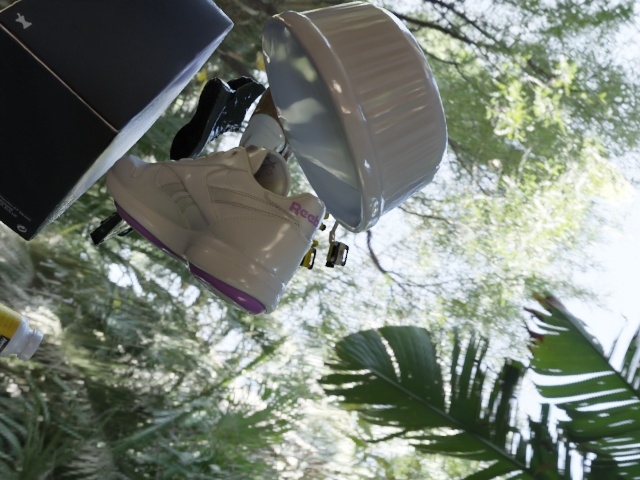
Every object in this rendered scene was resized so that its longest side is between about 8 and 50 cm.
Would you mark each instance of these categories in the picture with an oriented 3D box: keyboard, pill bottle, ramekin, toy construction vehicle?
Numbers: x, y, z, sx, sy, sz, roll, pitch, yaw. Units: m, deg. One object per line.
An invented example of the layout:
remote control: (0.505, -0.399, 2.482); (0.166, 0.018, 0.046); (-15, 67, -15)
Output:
keyboard: (-0.278, -0.076, 1.247); (0.201, 0.317, 0.033); (-34, -87, 42)
pill bottle: (-0.720, 0.195, 1.568); (0.103, 0.184, 0.103); (-42, -153, 28)
ramekin: (0.042, -0.154, 0.844); (0.127, 0.273, 0.273); (-24, -136, -12)
toy construction vehicle: (0.000, 0.000, 1.014); (0.035, 0.085, 0.098); (-3, -109, 49)

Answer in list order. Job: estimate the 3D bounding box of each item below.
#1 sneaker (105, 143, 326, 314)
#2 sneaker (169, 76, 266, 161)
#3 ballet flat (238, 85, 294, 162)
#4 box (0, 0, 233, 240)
sneaker: (-0.112, -0.039, 0.747); (0.305, 0.114, 0.152); (30, -99, 39)
sneaker: (-0.153, -0.176, 1.053); (0.051, 0.089, 0.170); (30, -87, 30)
ballet flat: (-0.125, -0.176, 1.397); (0.124, 0.116, 0.342); (-47, 178, -39)
box: (-0.310, -0.198, 0.924); (0.294, 0.182, 0.296); (-35, -162, 43)
